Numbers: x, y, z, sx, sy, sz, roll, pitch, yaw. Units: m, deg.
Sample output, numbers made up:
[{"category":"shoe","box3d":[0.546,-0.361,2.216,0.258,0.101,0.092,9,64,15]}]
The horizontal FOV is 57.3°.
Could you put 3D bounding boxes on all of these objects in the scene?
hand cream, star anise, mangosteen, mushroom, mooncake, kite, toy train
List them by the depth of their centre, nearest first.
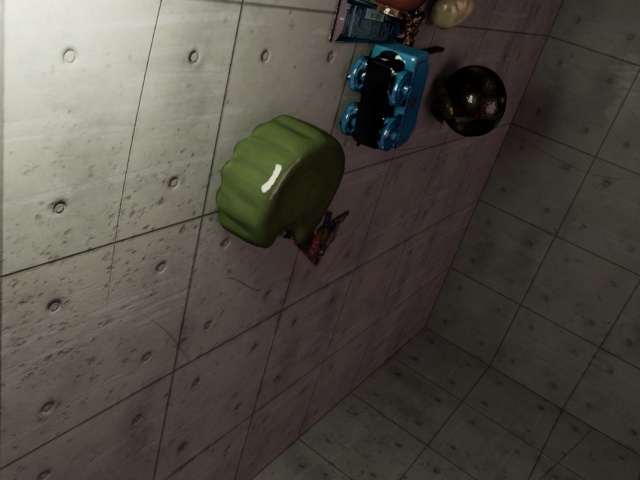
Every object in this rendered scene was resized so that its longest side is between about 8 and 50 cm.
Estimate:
[{"category":"mooncake","box3d":[-0.100,-0.144,1.471,0.351,0.187,0.351,-40,150,-29]},{"category":"hand cream","box3d":[0.122,-0.584,1.574,0.270,0.061,0.120,-17,130,-50]},{"category":"toy train","box3d":[0.195,-0.418,1.743,0.265,0.187,0.301,-39,147,-47]},{"category":"star anise","box3d":[0.262,-0.644,1.770,0.168,0.057,0.168,-38,147,-31]},{"category":"mushroom","box3d":[0.415,-0.753,1.879,0.154,0.123,0.154,-27,177,-2]},{"category":"kite","box3d":[0.000,0.000,2.025,0.321,0.016,0.234,-31,144,-46]},{"category":"mangosteen","box3d":[0.569,-0.534,2.247,0.288,0.288,0.288,-43,151,-32]}]

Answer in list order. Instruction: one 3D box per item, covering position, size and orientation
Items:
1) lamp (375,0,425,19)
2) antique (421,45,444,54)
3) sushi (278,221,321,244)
[{"category":"lamp","box3d":[0.210,-0.700,1.485,0.180,0.180,0.258,-16,129,-57]},{"category":"antique","box3d":[0.369,-0.646,1.999,0.192,0.031,0.015,-29,135,-48]},{"category":"sushi","box3d":[-0.053,-0.114,1.759,0.219,0.047,0.232,15,99,-60]}]
